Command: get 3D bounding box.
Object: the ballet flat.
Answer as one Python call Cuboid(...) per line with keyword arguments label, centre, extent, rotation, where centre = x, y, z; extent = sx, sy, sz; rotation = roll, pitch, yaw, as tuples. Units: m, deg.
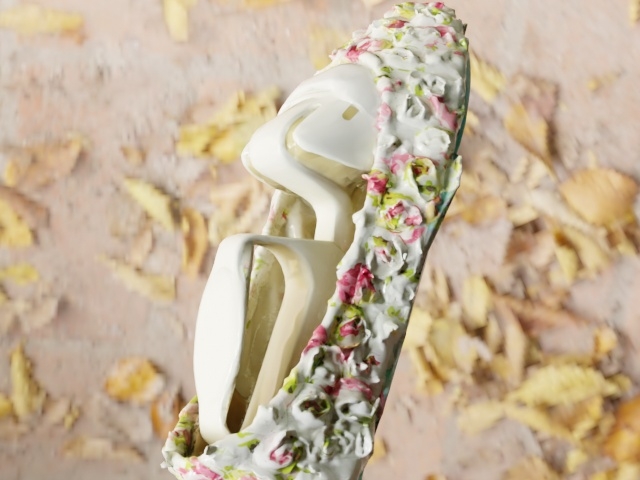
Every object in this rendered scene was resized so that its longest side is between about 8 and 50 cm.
Cuboid(label="ballet flat", centre=(0.000, 0.000, 0.718), extent=(0.077, 0.241, 0.091), rotation=(29, 154, -33))
